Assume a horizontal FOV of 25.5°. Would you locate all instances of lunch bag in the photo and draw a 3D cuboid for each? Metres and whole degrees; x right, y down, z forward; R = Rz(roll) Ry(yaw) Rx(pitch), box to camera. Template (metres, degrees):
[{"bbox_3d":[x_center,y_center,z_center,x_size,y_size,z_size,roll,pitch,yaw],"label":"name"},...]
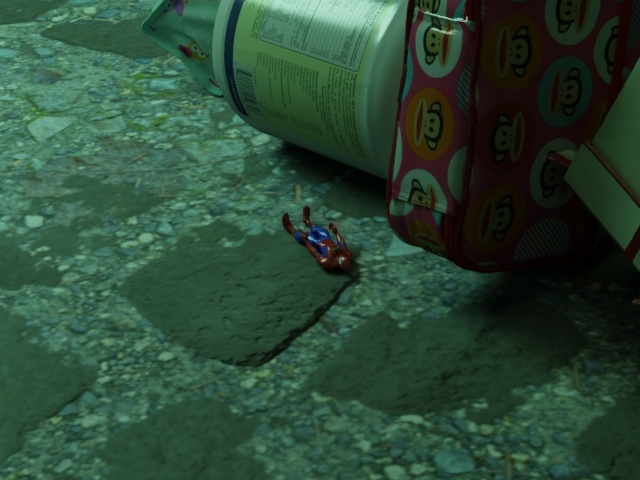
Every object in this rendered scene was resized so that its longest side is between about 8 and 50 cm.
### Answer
[{"bbox_3d":[-0.061,-0.334,1.706,0.262,0.160,0.223,-42,13,33],"label":"lunch bag"},{"bbox_3d":[0.195,-0.123,1.273,0.258,0.293,0.120,-6,19,-35],"label":"lunch bag"}]

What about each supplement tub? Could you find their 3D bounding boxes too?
[{"bbox_3d":[0.073,-0.186,1.463,0.325,0.235,0.235,24,43,39],"label":"supplement tub"}]

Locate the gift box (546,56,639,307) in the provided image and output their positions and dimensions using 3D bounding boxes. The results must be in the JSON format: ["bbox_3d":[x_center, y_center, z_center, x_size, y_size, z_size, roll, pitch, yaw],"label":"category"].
[{"bbox_3d":[0.352,-0.060,1.128,0.276,0.258,0.255,-8,49,-29],"label":"gift box"}]

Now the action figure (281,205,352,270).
[{"bbox_3d":[0.000,0.000,1.374,0.038,0.030,0.115,-15,34,-23],"label":"action figure"}]
